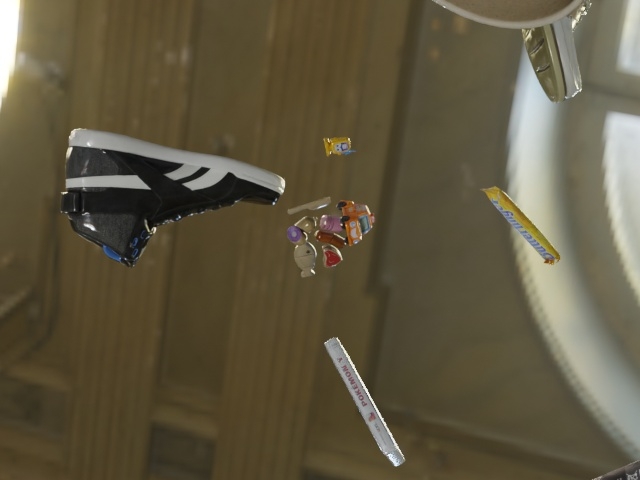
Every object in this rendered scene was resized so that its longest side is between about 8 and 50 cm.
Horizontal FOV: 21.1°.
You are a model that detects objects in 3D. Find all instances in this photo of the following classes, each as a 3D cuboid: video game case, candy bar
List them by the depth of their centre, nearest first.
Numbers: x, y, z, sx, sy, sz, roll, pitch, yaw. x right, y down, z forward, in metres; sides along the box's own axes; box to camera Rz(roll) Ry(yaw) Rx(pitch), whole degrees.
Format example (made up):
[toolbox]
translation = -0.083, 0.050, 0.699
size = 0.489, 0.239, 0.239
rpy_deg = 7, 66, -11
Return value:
[video game case]
translation = 0.066, 0.239, 2.517
size = 0.023, 0.183, 0.201
rpy_deg = -29, 166, -1
[candy bar]
translation = 0.304, -0.023, 2.590
size = 0.018, 0.161, 0.040
rpy_deg = -48, -166, -23

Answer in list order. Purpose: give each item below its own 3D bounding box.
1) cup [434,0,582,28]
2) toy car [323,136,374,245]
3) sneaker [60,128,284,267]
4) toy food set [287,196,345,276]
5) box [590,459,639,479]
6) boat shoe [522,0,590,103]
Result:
[cup]
translation = 0.230, -0.449, 2.000
size = 0.331, 0.331, 0.237
rpy_deg = 20, -125, 30
[toy car]
translation = 0.036, -0.059, 1.989
size = 0.041, 0.122, 0.060
rpy_deg = -11, -164, 0
[sneaker]
translation = -0.147, -0.028, 1.663
size = 0.217, 0.121, 0.079
rpy_deg = 12, 176, -19
[toy food set]
translation = 0.000, 0.000, 2.183
size = 0.078, 0.122, 0.019
rpy_deg = -18, -134, 0
[box]
translation = 0.306, 0.471, 1.875
size = 0.097, 0.318, 0.395
rpy_deg = 14, -123, -40
[boat shoe]
translation = 0.363, -0.365, 2.658
size = 0.103, 0.302, 0.113
rpy_deg = -12, 174, -12
